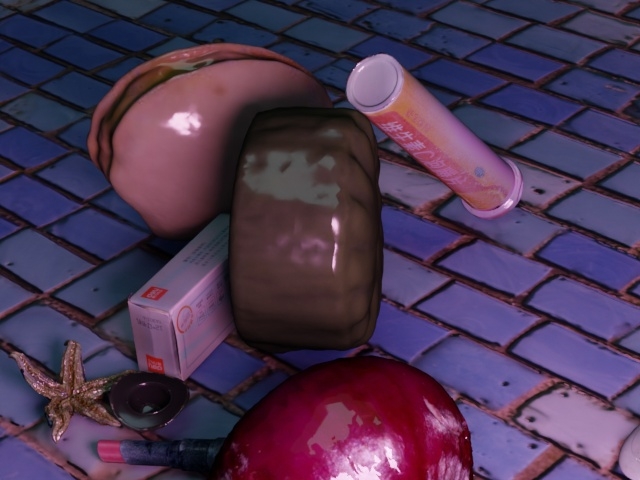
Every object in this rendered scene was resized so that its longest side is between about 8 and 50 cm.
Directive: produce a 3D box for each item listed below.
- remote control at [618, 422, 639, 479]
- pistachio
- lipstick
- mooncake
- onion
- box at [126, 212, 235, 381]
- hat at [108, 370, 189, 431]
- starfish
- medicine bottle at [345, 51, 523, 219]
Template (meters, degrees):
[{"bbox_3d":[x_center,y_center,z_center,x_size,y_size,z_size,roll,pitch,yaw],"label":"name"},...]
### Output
[{"bbox_3d":[0.470,0.235,1.947,0.097,0.045,0.256,20,38,34],"label":"remote control"},{"bbox_3d":[-0.163,-0.151,2.381,0.445,0.365,0.281,13,35,-47],"label":"pistachio"},{"bbox_3d":[-0.183,0.279,1.975,0.234,0.053,0.053,1,33,14],"label":"lipstick"},{"bbox_3d":[-0.008,-0.015,2.132,0.194,0.356,0.356,4,33,8],"label":"mooncake"},{"bbox_3d":[0.027,0.274,1.749,0.337,0.260,0.282,-13,41,-21],"label":"onion"},{"bbox_3d":[-0.175,0.080,2.208,0.079,0.135,0.269,12,37,26],"label":"box"},{"bbox_3d":[-0.233,0.226,2.066,0.121,0.050,0.121,-2,37,1],"label":"hat"},{"bbox_3d":[-0.332,0.205,2.113,0.176,0.053,0.208,-10,43,-27],"label":"starfish"},{"bbox_3d":[0.175,-0.153,2.284,0.108,0.426,0.108,-12,65,28],"label":"medicine bottle"}]
